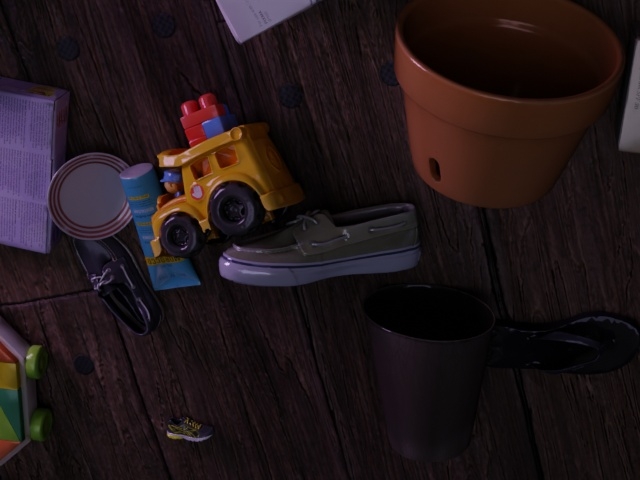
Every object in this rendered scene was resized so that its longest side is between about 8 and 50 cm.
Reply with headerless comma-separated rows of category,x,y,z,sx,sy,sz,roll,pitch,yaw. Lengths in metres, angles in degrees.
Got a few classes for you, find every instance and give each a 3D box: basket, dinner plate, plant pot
basket,0.160,0.202,1.793,0.204,0.154,0.227,15,122,30
dinner plate,-0.344,-0.068,1.818,0.141,0.017,0.141,-8,116,-18
plant pot,0.231,-0.178,1.566,0.291,0.291,0.203,10,129,6

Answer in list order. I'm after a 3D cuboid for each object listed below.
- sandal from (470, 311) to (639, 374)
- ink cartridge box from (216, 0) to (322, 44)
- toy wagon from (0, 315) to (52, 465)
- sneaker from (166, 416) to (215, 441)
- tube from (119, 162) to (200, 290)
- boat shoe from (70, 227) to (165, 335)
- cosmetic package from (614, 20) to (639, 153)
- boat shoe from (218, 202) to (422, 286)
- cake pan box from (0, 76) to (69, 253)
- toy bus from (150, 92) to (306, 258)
sandal,0.350,0.164,1.790,0.254,0.054,0.097,-5,111,12
ink cartridge box,0.008,-0.381,1.546,0.283,0.207,0.117,-24,105,18
toy wagon,-0.584,0.207,1.974,0.267,0.068,0.344,5,113,8
sneaker,-0.215,0.308,1.967,0.083,0.031,0.035,-2,111,11
tube,-0.250,-0.016,1.836,0.080,0.052,0.207,-5,118,23
boat shoe,-0.320,0.062,1.867,0.075,0.065,0.206,-31,103,21
cosmetic package,0.555,-0.188,1.578,0.309,0.113,0.160,7,113,9
boat shoe,0.000,0.000,1.735,0.302,0.109,0.094,-7,110,-15
cake pan box,-0.512,-0.120,1.828,0.245,0.070,0.267,11,113,8
toy bus,-0.163,-0.096,1.741,0.220,0.149,0.211,-23,93,21
